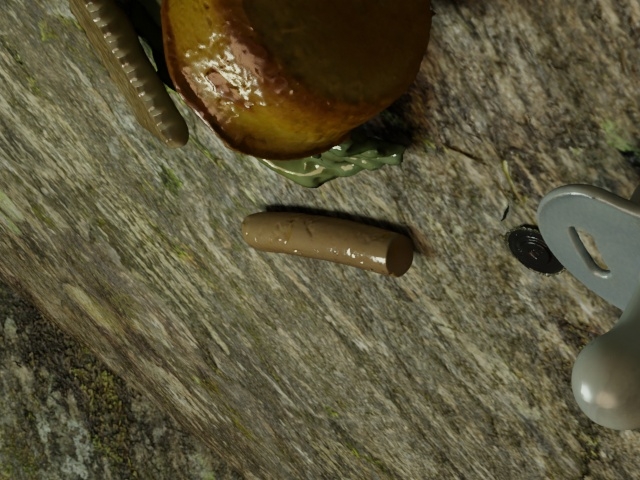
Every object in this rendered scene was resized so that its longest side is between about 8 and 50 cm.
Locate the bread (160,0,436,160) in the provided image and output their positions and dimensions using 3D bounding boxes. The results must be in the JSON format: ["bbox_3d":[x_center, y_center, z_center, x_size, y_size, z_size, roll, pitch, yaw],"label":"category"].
[{"bbox_3d":[-0.017,-0.201,1.107,0.268,0.268,0.146,48,148,-17],"label":"bread"}]

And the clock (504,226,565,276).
[{"bbox_3d":[0.238,0.012,1.385,0.074,0.010,0.083,42,156,-4],"label":"clock"}]

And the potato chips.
[{"bbox_3d":[-0.083,-0.187,1.387,0.389,0.097,0.373,41,173,-9],"label":"potato chips"}]

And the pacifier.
[{"bbox_3d":[0.306,0.073,1.120,0.299,0.233,0.244,18,151,43],"label":"pacifier"}]

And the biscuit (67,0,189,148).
[{"bbox_3d":[-0.258,-0.259,1.495,0.324,0.044,0.217,60,170,-21],"label":"biscuit"}]

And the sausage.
[{"bbox_3d":[0.000,-0.002,1.650,0.301,0.066,0.066,8,141,46],"label":"sausage"}]
